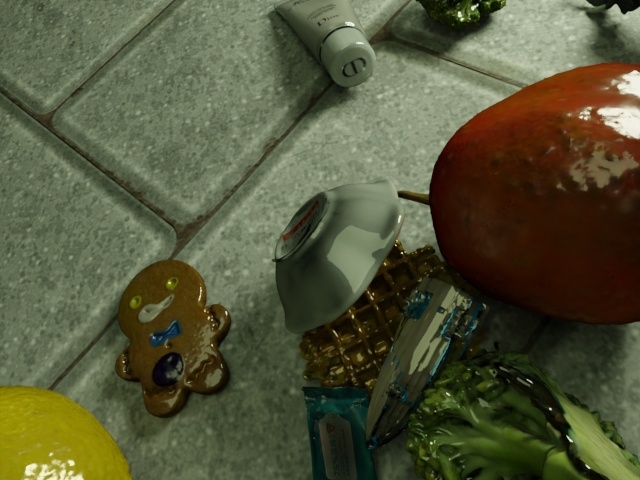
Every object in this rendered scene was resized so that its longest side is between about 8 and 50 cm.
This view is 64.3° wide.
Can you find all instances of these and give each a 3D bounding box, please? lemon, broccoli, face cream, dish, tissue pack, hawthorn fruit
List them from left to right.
[{"bbox_3d":[-0.339,0.296,0.555,0.320,0.245,0.245,31,74,25],"label":"lemon"},{"bbox_3d":[0.000,0.000,0.634,0.229,0.081,0.229,-47,20,23],"label":"dish"},{"bbox_3d":[0.013,-0.389,0.925,0.143,0.089,0.314,-23,48,3],"label":"face cream"},{"bbox_3d":[0.025,0.236,0.586,0.085,0.028,0.137,-7,84,21],"label":"tissue pack"},{"bbox_3d":[0.234,-0.426,0.849,0.162,0.138,0.145,36,80,-9],"label":"broccoli"},{"bbox_3d":[0.183,0.226,0.450,0.242,0.273,0.180,39,102,14],"label":"broccoli"},{"bbox_3d":[0.238,-0.049,0.564,0.331,0.287,0.287,2,63,31],"label":"hawthorn fruit"}]

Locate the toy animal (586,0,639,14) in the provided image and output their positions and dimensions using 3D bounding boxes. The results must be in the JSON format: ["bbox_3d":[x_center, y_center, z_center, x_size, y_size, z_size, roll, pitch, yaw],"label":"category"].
[{"bbox_3d":[0.487,-0.347,0.731,0.082,0.137,0.269,-39,19,-3],"label":"toy animal"}]

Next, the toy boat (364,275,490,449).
[{"bbox_3d":[0.104,0.134,0.560,0.084,0.066,0.210,27,80,27],"label":"toy boat"}]

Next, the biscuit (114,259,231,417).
[{"bbox_3d":[-0.217,0.129,0.731,0.180,0.039,0.236,-30,57,0],"label":"biscuit"}]

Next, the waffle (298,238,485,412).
[{"bbox_3d":[0.087,0.103,0.645,0.232,0.051,0.228,15,68,24],"label":"waffle"}]
